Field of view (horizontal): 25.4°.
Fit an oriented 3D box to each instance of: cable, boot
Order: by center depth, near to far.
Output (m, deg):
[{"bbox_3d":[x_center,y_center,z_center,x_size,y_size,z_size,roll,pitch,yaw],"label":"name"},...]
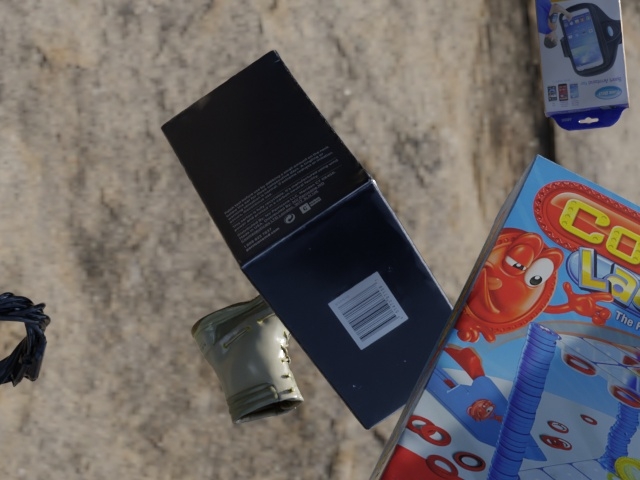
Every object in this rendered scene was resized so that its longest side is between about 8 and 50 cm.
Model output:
[{"bbox_3d":[-0.389,0.113,1.635,0.150,0.184,0.047,3,53,-16],"label":"cable"},{"bbox_3d":[-0.053,0.151,1.963,0.213,0.077,0.165,-21,64,-11],"label":"boot"}]

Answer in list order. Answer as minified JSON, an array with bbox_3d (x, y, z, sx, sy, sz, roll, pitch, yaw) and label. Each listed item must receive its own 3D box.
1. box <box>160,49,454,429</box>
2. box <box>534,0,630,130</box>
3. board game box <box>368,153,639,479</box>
[{"bbox_3d":[0.000,0.000,1.737,0.179,0.312,0.343,-34,131,1],"label":"box"},{"bbox_3d":[0.251,-0.175,1.362,0.028,0.081,0.136,30,55,-74],"label":"box"},{"bbox_3d":[0.212,0.134,0.917,0.302,0.308,0.086,-60,175,-37],"label":"board game box"}]
